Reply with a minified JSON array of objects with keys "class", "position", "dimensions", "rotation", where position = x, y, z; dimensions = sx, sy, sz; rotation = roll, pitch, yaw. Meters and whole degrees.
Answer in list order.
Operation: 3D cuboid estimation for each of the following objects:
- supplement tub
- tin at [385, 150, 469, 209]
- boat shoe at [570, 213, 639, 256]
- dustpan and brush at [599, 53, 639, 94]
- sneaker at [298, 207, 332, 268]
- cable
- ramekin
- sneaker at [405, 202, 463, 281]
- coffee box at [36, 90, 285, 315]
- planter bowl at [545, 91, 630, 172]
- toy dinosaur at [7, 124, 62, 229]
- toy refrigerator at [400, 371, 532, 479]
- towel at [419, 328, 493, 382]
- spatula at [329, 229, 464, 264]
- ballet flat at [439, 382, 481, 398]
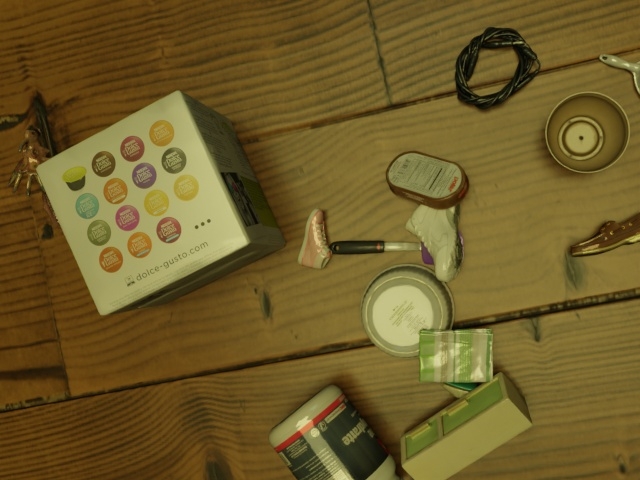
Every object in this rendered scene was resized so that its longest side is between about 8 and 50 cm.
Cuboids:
[{"class":"supplement tub","position":[0.037,0.462,1.736],"dimensions":[0.191,0.191,0.272],"rotation":[-39,84,8]},{"class":"tin","position":[0.223,-0.129,1.732],"dimensions":[0.189,0.040,0.106],"rotation":[21,75,35]},{"class":"boat shoe","position":[0.600,-0.010,1.697],"dimensions":[0.177,0.064,0.060],"rotation":[-18,82,4]},{"class":"dustpan and brush","position":[0.680,-0.347,1.687],"dimensions":[0.211,0.060,0.147],"rotation":[21,93,3]},{"class":"sneaker","position":[0.000,0.000,1.806],"dimensions":[0.070,0.051,0.134],"rotation":[20,102,24]},{"class":"cable","position":[0.362,-0.366,1.744],"dimensions":[0.184,0.047,0.151],"rotation":[-37,84,9]},{"class":"ramekin","position":[0.182,0.153,1.749],"dimensions":[0.207,0.109,0.207],"rotation":[0,90,10]},{"class":"sneaker","position":[0.238,-0.012,1.725],"dimensions":[0.115,0.090,0.232],"rotation":[-8,55,18]},{"class":"coffee box","position":[-0.317,-0.070,1.723],"dimensions":[0.337,0.338,0.334],"rotation":[-26,85,9]},{"class":"planter bowl","position":[0.539,-0.215,1.680],"dimensions":[0.162,0.109,0.162],"rotation":[0,90,10]},{"class":"toy dinosaur","position":[-0.588,-0.097,1.843],"dimensions":[0.127,0.200,0.296],"rotation":[-34,85,9]},{"class":"toy refrigerator","position":[0.294,0.394,1.700],"dimensions":[0.269,0.102,0.094],"rotation":[-38,106,18]},{"class":"towel","position":[0.278,0.237,1.676],"dimensions":[0.152,0.023,0.113],"rotation":[-1,96,1]},{"class":"spatula","position":[0.163,0.013,1.791],"dimensions":[0.296,0.030,0.084],"rotation":[-1,86,11]},{"class":"ballet flat","position":[0.336,0.331,1.750],"dimensions":[0.168,0.057,0.052],"rotation":[7,101,11]}]
